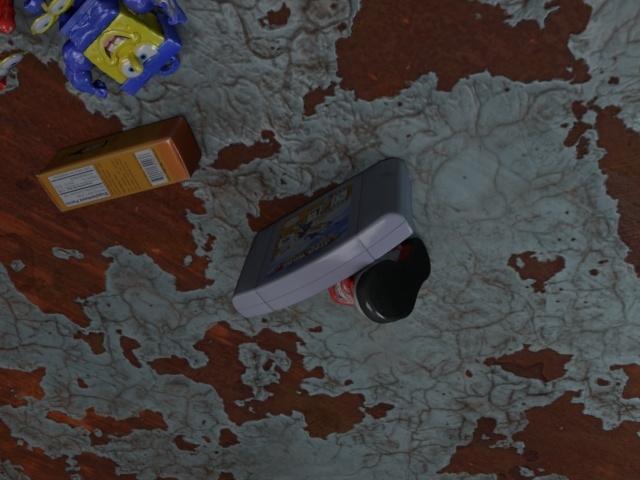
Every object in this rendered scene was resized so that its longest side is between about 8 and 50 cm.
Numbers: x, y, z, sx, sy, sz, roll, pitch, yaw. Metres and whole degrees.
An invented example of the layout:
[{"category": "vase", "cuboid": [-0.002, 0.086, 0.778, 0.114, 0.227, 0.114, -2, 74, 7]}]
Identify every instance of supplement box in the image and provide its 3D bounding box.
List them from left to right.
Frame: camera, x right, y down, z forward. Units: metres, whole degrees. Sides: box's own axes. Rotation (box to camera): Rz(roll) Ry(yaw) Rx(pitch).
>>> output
[{"category": "supplement box", "cuboid": [-0.308, -0.117, 0.967, 0.233, 0.078, 0.080, -10, 125, 14]}]

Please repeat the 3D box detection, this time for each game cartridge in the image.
[{"category": "game cartridge", "cuboid": [0.000, 0.000, 0.937, 0.297, 0.198, 0.062, -29, 112, 23]}]

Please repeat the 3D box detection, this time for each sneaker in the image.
[{"category": "sneaker", "cuboid": [0.067, 0.073, 0.946, 0.145, 0.270, 0.090, -20, 96, 27]}]

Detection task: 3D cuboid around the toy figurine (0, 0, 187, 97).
[{"category": "toy figurine", "cuboid": [-0.258, -0.309, 0.827, 0.362, 0.191, 0.217, -38, 143, 19]}]
